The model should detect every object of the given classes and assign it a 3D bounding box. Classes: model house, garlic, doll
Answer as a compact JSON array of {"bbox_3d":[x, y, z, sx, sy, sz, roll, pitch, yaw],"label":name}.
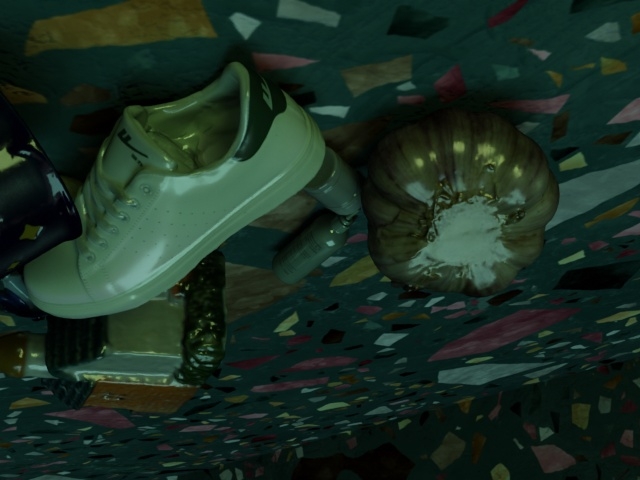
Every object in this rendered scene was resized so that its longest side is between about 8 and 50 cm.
[{"bbox_3d":[-0.301,0.120,1.054,0.301,0.190,0.271,6,150,-27],"label":"model house"},{"bbox_3d":[0.157,-0.051,0.901,0.245,0.160,0.245,-1,129,-1],"label":"garlic"},{"bbox_3d":[-0.394,0.074,1.056,0.096,0.070,0.195,-41,159,-7],"label":"doll"}]

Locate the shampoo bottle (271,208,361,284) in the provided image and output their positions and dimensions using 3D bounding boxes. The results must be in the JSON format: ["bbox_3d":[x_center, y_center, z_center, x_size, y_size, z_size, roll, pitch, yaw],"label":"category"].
[{"bbox_3d":[0.000,0.000,1.066,0.056,0.056,0.195,6,152,-33],"label":"shampoo bottle"}]

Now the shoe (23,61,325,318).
[{"bbox_3d":[-0.178,-0.047,0.761,0.363,0.132,0.160,-30,149,9],"label":"shoe"}]

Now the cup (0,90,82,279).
[{"bbox_3d":[-0.378,-0.044,0.622,0.256,0.255,0.178,-35,-174,-24],"label":"cup"}]

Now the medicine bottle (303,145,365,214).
[{"bbox_3d":[0.013,-0.070,0.912,0.058,0.058,0.091,-21,154,21],"label":"medicine bottle"}]

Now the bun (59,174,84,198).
[{"bbox_3d":[-0.301,-0.034,0.865,0.086,0.055,0.086,-11,157,-5],"label":"bun"}]
